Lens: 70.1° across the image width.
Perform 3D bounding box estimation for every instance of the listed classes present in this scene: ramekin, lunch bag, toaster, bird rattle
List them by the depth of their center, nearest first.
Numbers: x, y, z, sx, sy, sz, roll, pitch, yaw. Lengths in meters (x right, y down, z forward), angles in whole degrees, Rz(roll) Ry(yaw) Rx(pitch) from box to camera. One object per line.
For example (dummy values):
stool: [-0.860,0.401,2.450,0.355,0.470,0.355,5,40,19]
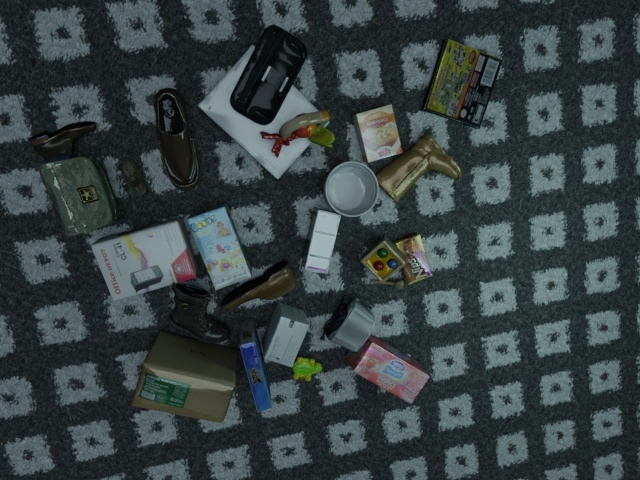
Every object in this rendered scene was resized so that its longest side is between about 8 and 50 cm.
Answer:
lunch bag: [-0.793,-0.146,1.510,0.169,0.287,0.235,-16,102,-6]
bird rattle: [-0.073,-0.383,1.540,0.254,0.207,0.143,-10,84,-17]
ramekin: [0.105,-0.191,1.726,0.207,0.109,0.207,-1,93,-14]
toaster: [0.117,0.344,1.829,0.146,0.129,0.227,33,92,-15]

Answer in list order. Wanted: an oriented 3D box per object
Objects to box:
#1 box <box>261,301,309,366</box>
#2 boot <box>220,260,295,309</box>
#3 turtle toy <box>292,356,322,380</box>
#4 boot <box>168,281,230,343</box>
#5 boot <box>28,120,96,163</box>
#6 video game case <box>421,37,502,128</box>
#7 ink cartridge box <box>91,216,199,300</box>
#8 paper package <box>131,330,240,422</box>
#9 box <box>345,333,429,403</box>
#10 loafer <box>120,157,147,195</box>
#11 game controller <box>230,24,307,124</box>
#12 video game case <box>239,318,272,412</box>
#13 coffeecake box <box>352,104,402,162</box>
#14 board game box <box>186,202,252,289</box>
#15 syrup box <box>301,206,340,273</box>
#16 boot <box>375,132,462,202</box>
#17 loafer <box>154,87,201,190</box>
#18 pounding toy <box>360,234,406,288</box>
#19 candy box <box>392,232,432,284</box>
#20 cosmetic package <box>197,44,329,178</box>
box: [-0.139,0.358,1.762,0.119,0.182,0.181,20,97,-13]
boot: [-0.236,0.203,1.763,0.305,0.112,0.115,-28,114,-5]
turtle toy: [-0.055,0.518,1.864,0.130,0.066,0.095,12,98,-12]
boot: [-0.440,0.268,1.688,0.263,0.091,0.229,21,131,-10]
boot: [-0.873,-0.339,1.584,0.219,0.082,0.106,-19,125,-10]
video game case: [0.549,-0.605,1.771,0.248,0.035,0.274,15,98,-12]
ink cartridge box: [-0.625,0.064,1.657,0.306,0.131,0.226,-17,103,-7]
paper package: [-0.476,0.492,1.667,0.325,0.309,0.168,17,97,-11]
box: [0.272,0.515,1.872,0.300,0.154,0.142,32,94,-12]
loafer: [-0.670,-0.225,1.639,0.056,0.050,0.148,-24,88,-8]
game controller: [-0.175,-0.562,1.561,0.166,0.067,0.319,27,95,-27]
video game case: [-0.246,0.465,1.732,0.061,0.244,0.269,-14,102,-8]
coffeecake box: [0.217,-0.405,1.737,0.142,0.068,0.185,-18,103,-7]
board game box: [-0.367,0.017,1.682,0.144,0.142,0.275,-20,103,-5]
syrup box: [0.000,0.000,1.763,0.096,0.093,0.236,12,98,-12]
boot: [0.382,-0.251,1.788,0.269,0.089,0.236,-44,93,1]
loafer: [-0.515,-0.349,1.597,0.134,0.130,0.365,-14,102,-6]
pounding toy: [0.257,0.120,1.803,0.206,0.094,0.181,46,110,-4]
candy box: [0.374,0.074,1.859,0.109,0.053,0.186,-20,101,-5]
cosmetic package: [-0.202,-0.452,1.646,0.377,0.097,0.284,43,89,-14]
